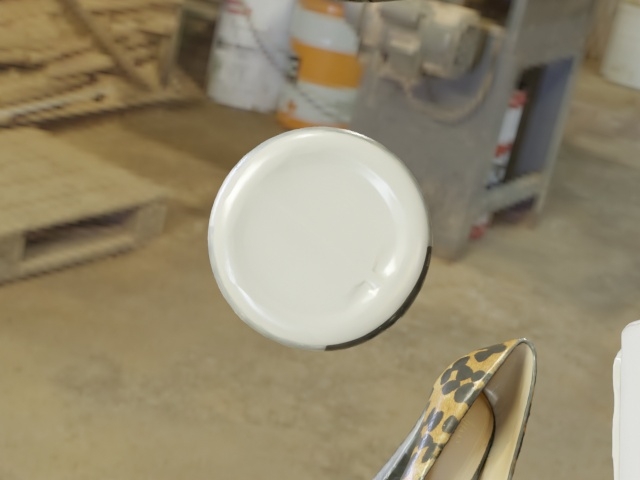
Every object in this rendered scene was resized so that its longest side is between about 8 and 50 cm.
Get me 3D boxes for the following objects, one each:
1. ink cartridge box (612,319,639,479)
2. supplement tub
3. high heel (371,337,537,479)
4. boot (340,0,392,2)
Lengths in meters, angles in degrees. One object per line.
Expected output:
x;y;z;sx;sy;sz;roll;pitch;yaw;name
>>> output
0.247;0.129;0.622;0.131;0.226;0.306;6;-11;-15;ink cartridge box
0.000;0.000;1.412;0.194;0.193;0.316;13;-1;-1;supplement tub
0.115;0.178;1.069;0.093;0.186;0.261;35;11;-22;high heel
0.100;-0.372;1.344;0.378;0.284;0.138;-9;-14;-14;boot
